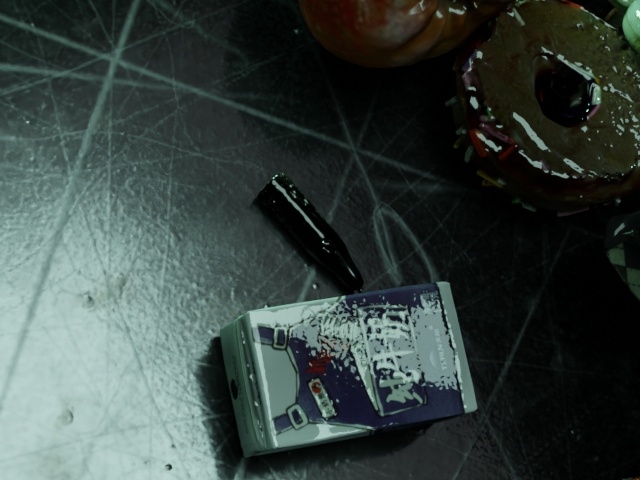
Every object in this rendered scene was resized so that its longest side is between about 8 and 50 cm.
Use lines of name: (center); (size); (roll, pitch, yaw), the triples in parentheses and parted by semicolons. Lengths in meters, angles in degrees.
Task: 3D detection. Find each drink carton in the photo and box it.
drink carton: (0.024, 0.126, 1.259); (0.222, 0.102, 0.134); (-7, 80, -22)

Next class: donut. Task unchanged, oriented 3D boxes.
donut: (0.263, -0.150, 1.470); (0.269, 0.103, 0.270); (8, 64, -17)

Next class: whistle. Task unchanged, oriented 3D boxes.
whistle: (0.369, -0.269, 1.505); (0.104, 0.057, 0.198); (-16, 59, -41)

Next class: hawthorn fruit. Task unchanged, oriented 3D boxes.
hawthorn fruit: (0.102, -0.324, 1.385); (0.284, 0.284, 0.284); (8, 66, -18)

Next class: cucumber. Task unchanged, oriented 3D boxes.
cucumber: (0.000, 0.000, 1.341); (0.043, 0.039, 0.163); (-43, 88, -4)

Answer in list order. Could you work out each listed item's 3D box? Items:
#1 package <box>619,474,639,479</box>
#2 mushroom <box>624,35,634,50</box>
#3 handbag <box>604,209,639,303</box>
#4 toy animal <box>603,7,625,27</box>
package: (0.365, 0.274, 1.373); (0.110, 0.033, 0.077); (1, 59, -26)
mushroom: (0.422, -0.218, 1.566); (0.126, 0.085, 0.109); (22, 72, 17)
handbag: (0.510, -0.013, 1.447); (0.317, 0.180, 0.416); (47, 56, -7)
toy animal: (0.428, -0.351, 1.624); (0.312, 0.097, 0.157); (-7, 65, -25)
